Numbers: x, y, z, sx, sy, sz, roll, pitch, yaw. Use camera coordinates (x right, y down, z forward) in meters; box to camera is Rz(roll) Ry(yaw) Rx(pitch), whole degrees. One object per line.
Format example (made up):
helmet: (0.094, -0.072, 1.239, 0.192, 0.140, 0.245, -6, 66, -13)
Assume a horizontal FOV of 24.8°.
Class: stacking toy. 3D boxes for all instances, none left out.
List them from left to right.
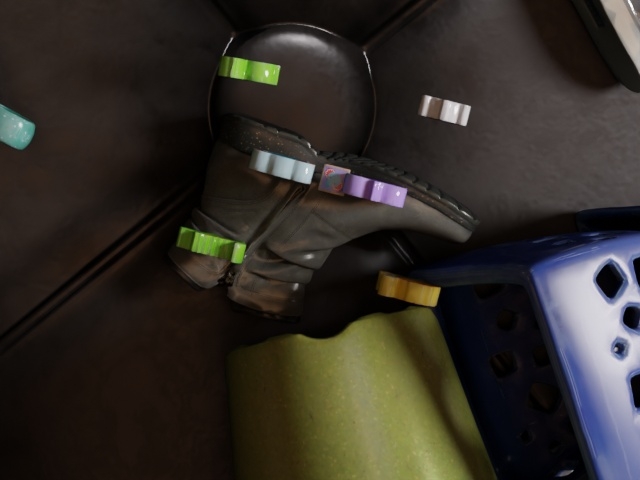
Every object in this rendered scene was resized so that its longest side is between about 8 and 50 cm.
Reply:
stacking toy: (0.004, -0.050, 1.183, 0.221, 0.052, 0.167, 13, 95, 3)

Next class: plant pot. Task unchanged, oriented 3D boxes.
plant pot: (0.034, 0.194, 1.195, 0.276, 0.276, 0.254, -12, 85, -6)
plant pot: (0.237, 0.093, 1.207, 0.212, 0.236, 0.236, -23, 97, -19)

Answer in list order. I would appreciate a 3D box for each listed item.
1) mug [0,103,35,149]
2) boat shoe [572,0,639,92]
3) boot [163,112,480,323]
mug: (-0.324, -0.121, 1.190, 0.129, 0.097, 0.158, -30, 98, -4)
boat shoe: (0.257, -0.243, 1.264, 0.081, 0.079, 0.227, -31, 104, -10)
boot: (0.000, 0.000, 1.256, 0.246, 0.083, 0.161, 19, 97, -1)
